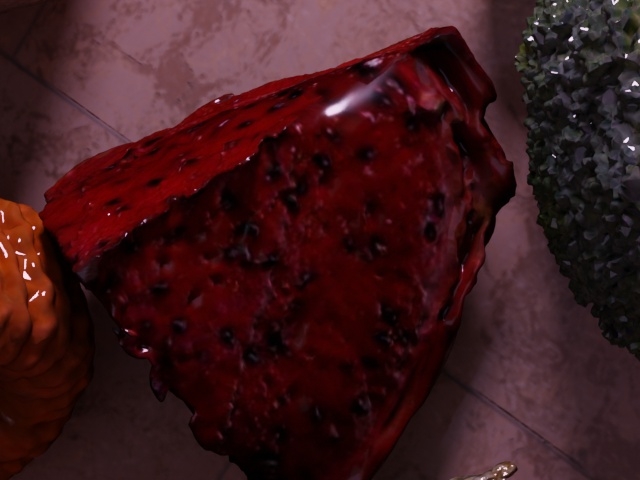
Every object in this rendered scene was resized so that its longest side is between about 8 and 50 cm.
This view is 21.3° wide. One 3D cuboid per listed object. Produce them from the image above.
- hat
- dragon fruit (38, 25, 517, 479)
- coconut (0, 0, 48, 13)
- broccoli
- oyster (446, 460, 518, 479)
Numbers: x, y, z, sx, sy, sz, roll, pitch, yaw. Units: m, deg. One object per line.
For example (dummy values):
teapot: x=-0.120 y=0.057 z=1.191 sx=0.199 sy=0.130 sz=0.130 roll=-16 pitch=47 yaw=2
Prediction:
hat: x=-0.338 y=0.004 z=1.352 sx=0.285 sy=0.285 sz=0.400 roll=-31 pitch=52 yaw=16
dragon fruit: x=-0.003 y=-0.001 z=1.276 sx=0.329 sy=0.228 sz=0.286 roll=-41 pitch=108 yaw=-6
coconut: x=-0.316 y=-0.304 z=1.291 sx=0.297 sy=0.297 sz=0.309 roll=18 pitch=94 yaw=20
broccoli: x=0.278 y=-0.044 z=1.087 sx=0.302 sy=0.249 sz=0.375 roll=-27 pitch=74 yaw=20
oyster: x=0.061 y=0.205 z=1.234 sx=0.146 sy=0.122 sz=0.045 roll=-26 pitch=80 yaw=48
